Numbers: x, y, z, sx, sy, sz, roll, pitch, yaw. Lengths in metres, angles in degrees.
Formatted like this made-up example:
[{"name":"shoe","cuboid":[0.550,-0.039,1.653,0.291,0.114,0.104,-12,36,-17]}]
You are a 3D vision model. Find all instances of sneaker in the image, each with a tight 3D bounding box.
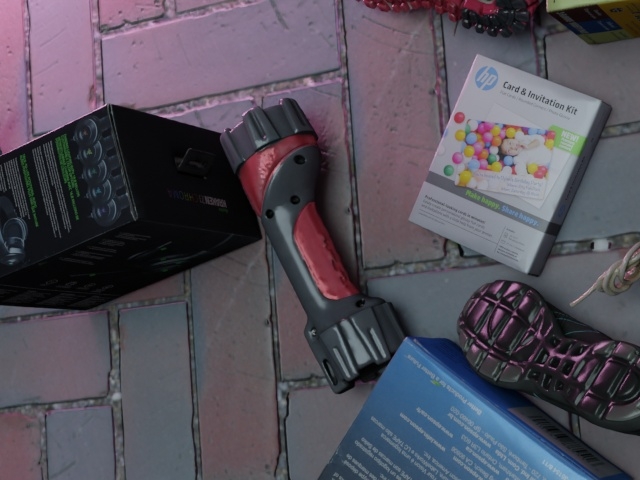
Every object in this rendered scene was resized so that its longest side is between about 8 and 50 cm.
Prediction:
[{"name":"sneaker","cuboid":[0.235,0.123,1.277,0.267,0.106,0.101,32,89,50]},{"name":"sneaker","cuboid":[0.111,-0.299,1.390,0.299,0.121,0.112,24,67,29]}]

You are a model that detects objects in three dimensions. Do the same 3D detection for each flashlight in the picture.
[{"name":"flashlight","cuboid":[0.000,0.000,1.422,0.304,0.103,0.103,62,150,15]}]

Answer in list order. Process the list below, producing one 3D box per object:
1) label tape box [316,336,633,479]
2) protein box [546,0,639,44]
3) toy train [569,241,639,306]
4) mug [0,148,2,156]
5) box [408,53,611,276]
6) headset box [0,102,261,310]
[{"name":"label tape box","cuboid":[0.108,0.297,1.323,0.241,0.106,0.333,38,104,27]},{"name":"protein box","cuboid":[0.321,-0.307,1.250,0.200,0.136,0.201,-5,82,27]},{"name":"toy train","cuboid":[0.367,0.027,1.221,0.248,0.105,0.143,-45,80,17]},{"name":"mug","cuboid":[-0.448,-0.093,1.670,0.158,0.097,0.129,-20,75,25]},{"name":"box","cuboid":[0.189,-0.076,1.355,0.145,0.038,0.186,26,97,28]},{"name":"headset box","cuboid":[-0.238,-0.029,1.464,0.283,0.246,0.131,-21,76,26]}]
